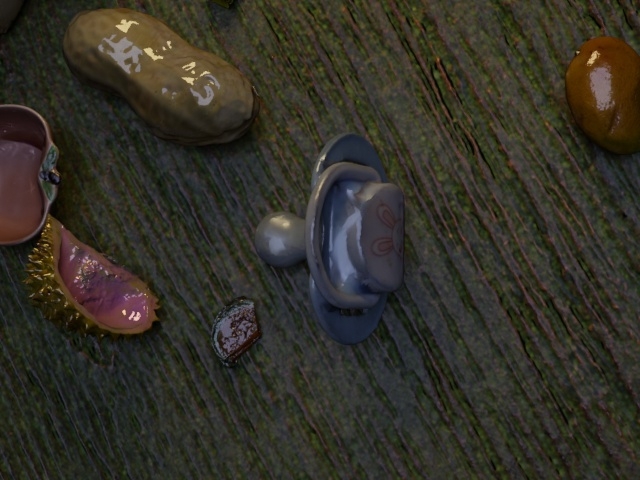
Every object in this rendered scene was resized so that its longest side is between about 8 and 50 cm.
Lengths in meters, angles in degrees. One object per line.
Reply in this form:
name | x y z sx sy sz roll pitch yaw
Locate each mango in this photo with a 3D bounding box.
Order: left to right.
mango | 0.396 -0.200 1.199 0.115 0.089 0.164 0 89 -3

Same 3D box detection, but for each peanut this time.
peanut | -0.234 -0.237 1.245 0.313 0.149 0.149 34 90 7

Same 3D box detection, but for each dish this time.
dish | -0.458 -0.091 1.280 0.214 0.090 0.213 -1 86 9

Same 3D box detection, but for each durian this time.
durian | -0.333 0.071 1.225 0.165 0.182 0.132 29 74 37

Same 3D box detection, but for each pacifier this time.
pacifier | 0.000 0.000 1.184 0.226 0.238 0.287 -4 88 35

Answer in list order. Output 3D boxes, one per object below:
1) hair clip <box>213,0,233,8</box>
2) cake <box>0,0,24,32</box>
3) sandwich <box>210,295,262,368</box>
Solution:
hair clip | -0.121 -0.436 1.288 0.072 0.046 0.173 31 88 3
cake | -0.552 -0.401 1.336 0.225 0.090 0.109 35 93 26
sandwich | -0.124 0.129 1.260 0.069 0.026 0.101 40 90 8
